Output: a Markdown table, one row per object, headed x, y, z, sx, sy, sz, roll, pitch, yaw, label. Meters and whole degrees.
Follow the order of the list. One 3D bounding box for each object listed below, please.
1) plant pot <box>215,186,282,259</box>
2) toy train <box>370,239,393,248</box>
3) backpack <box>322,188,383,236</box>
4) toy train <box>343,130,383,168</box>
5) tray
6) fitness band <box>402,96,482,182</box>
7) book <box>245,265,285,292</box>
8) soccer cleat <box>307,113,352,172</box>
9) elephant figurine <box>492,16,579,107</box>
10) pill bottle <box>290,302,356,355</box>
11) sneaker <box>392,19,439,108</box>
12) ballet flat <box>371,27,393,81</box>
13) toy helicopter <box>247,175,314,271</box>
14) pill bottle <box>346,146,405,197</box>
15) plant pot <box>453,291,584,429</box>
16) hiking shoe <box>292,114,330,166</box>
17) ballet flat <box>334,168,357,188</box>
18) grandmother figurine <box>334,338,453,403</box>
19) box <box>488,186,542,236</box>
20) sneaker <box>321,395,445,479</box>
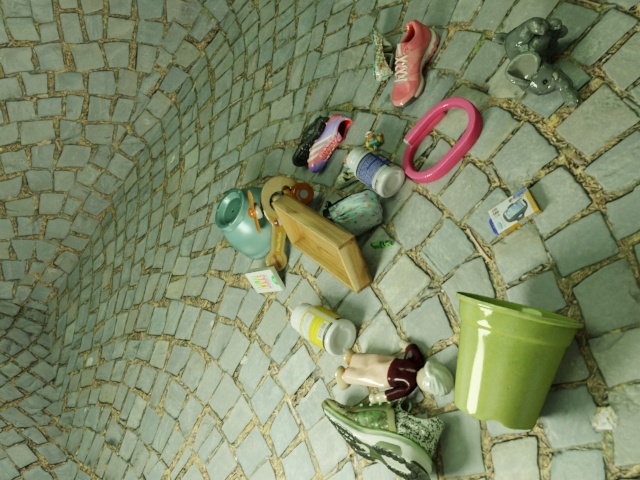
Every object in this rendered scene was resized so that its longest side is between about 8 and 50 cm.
| x | y | z | sx | sy | sz | roll | pitch | yaw | label |
| --- | --- | --- | --- | --- | --- | --- | --- | --- | --- |
| -0.289 | -0.091 | 2.217 | 0.293 | 0.196 | 0.293 | -23 | 55 | 38 | plant pot |
| 0.193 | 0.012 | 1.782 | 0.083 | 0.024 | 0.017 | -11 | 62 | 43 | toy train |
| 0.117 | -0.087 | 1.841 | 0.182 | 0.152 | 0.115 | -26 | 59 | 22 | backpack |
| 0.145 | -0.328 | 1.971 | 0.125 | 0.046 | 0.166 | 22 | 75 | 48 | toy train |
| 0.000 | 0.000 | 1.855 | 0.076 | 0.202 | 0.411 | -37 | 38 | -16 | tray |
| 0.369 | -0.313 | 1.745 | 0.291 | 0.054 | 0.209 | -49 | 42 | 18 | fitness band |
| -0.204 | 0.147 | 2.087 | 0.144 | 0.096 | 0.035 | -12 | 23 | 44 | book |
| 0.034 | -0.365 | 2.112 | 0.095 | 0.083 | 0.248 | 24 | 86 | 45 | soccer cleat |
| 0.587 | -0.471 | 1.535 | 0.186 | 0.170 | 0.239 | 172 | 102 | -76 | elephant figurine |
| 0.004 | 0.274 | 1.771 | 0.209 | 0.119 | 0.119 | 21 | 86 | 50 | pill bottle |
| 0.292 | -0.606 | 1.917 | 0.116 | 0.136 | 0.313 | 9 | 77 | 50 | sneaker |
| 0.233 | -0.692 | 2.086 | 0.077 | 0.091 | 0.240 | -5 | 67 | 12 | ballet flat |
| -0.168 | -0.063 | 2.065 | 0.140 | 0.235 | 0.354 | -165 | 80 | -67 | toy helicopter |
| 0.175 | -0.231 | 1.836 | 0.187 | 0.112 | 0.112 | 41 | 102 | 36 | pill bottle |
| 0.416 | 0.271 | 1.257 | 0.276 | 0.276 | 0.253 | 14 | 92 | 49 | plant pot |
| -0.039 | -0.390 | 2.212 | 0.227 | 0.086 | 0.114 | -53 | 27 | 4 | hiking shoe |
| 0.102 | -0.232 | 1.985 | 0.168 | 0.052 | 0.057 | -21 | 54 | 39 | ballet flat |
| 0.207 | 0.360 | 1.530 | 0.342 | 0.104 | 0.207 | -2 | 54 | 44 | grandmother figurine |
| 0.509 | -0.072 | 1.489 | 0.136 | 0.028 | 0.081 | -36 | 48 | 27 | box |
| 0.171 | 0.491 | 1.505 | 0.182 | 0.158 | 0.410 | -44 | 31 | -26 | sneaker |
